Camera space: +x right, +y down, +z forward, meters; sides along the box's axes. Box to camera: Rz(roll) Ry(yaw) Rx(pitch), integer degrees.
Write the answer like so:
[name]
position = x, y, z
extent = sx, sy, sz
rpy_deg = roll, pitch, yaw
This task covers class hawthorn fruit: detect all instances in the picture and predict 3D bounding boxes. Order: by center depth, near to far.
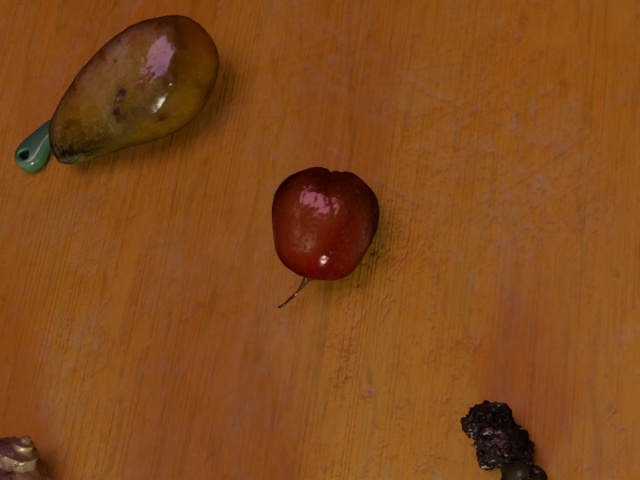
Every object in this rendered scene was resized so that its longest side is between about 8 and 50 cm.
[hawthorn fruit]
position = 0.000, 0.000, 1.849
extent = 0.163, 0.163, 0.203
rpy_deg = 6, 84, 29

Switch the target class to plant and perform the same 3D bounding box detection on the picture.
[plant]
position = 0.234, 0.271, 1.630
extent = 0.085, 0.087, 0.174
rpy_deg = -55, 43, 30

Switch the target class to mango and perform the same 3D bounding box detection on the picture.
[mango]
position = -0.303, -0.237, 2.118
extent = 0.330, 0.175, 0.176
rpy_deg = -28, 21, 35

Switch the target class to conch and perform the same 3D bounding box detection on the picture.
[conch]
position = -0.502, 0.374, 1.929
extent = 0.245, 0.163, 0.178
rpy_deg = -58, 20, 10

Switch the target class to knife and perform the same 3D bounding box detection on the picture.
[knife]
position = -0.420, -0.217, 2.238
extent = 0.260, 0.034, 0.063
rpy_deg = -47, 58, -6
